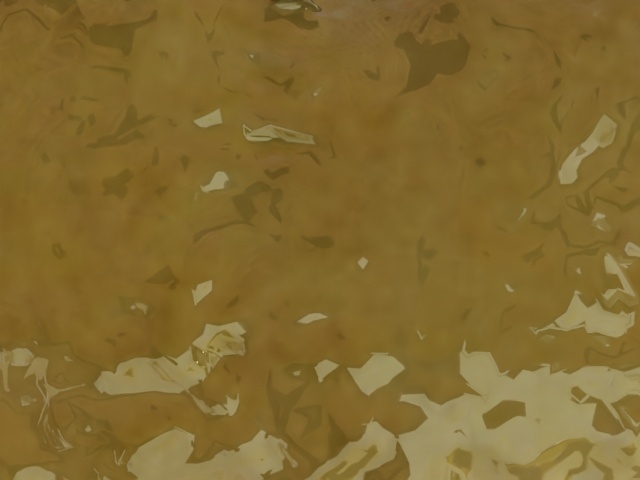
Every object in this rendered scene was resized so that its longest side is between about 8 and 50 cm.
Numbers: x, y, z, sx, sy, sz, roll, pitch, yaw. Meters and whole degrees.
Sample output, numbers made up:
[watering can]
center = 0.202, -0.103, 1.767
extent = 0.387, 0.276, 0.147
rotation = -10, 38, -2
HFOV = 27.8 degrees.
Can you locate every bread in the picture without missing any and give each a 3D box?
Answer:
[bread]
center = 0.000, 0.000, 0.395
extent = 0.375, 0.165, 0.237
rotation = 6, -101, 0
